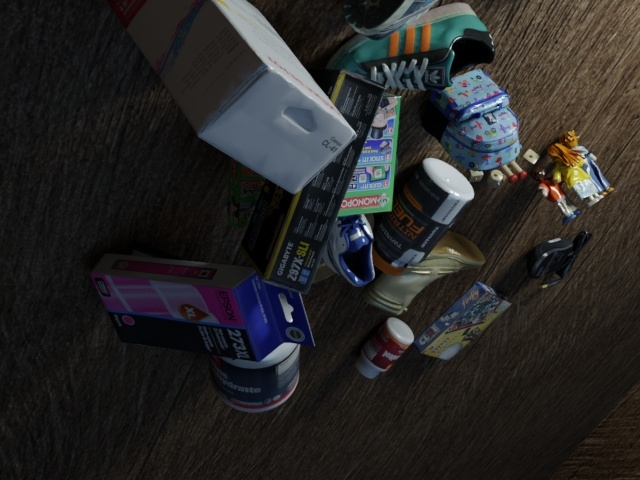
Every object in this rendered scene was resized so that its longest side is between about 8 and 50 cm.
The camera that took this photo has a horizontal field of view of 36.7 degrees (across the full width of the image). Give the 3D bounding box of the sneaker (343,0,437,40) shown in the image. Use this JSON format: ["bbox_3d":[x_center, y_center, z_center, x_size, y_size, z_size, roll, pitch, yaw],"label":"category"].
[{"bbox_3d":[0.161,-0.424,1.521,0.283,0.110,0.122,-36,165,8],"label":"sneaker"}]

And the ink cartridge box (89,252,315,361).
[{"bbox_3d":[-0.204,0.117,1.653,0.371,0.069,0.175,3,131,22],"label":"ink cartridge box"}]

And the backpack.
[{"bbox_3d":[0.295,-0.219,1.810,0.158,0.173,0.117,-19,144,-22],"label":"backpack"}]

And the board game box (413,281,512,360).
[{"bbox_3d":[0.379,0.219,2.568,0.243,0.042,0.165,-45,146,16],"label":"board game box"}]

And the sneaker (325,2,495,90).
[{"bbox_3d":[0.156,-0.304,1.626,0.302,0.121,0.108,-24,147,-13],"label":"sneaker"}]

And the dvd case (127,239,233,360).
[{"bbox_3d":[-0.246,0.113,1.759,0.253,0.022,0.180,22,128,-5],"label":"dvd case"}]

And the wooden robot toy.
[{"bbox_3d":[0.392,-0.144,2.094,0.173,0.076,0.079,-20,156,-20],"label":"wooden robot toy"}]

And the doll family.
[{"bbox_3d":[0.567,-0.158,2.122,0.118,0.163,0.263,-40,171,39],"label":"doll family"}]

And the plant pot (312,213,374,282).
[{"bbox_3d":[0.000,0.000,1.964,0.236,0.032,0.236,-23,146,-16],"label":"plant pot"}]

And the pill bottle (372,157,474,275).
[{"bbox_3d":[0.198,-0.040,1.994,0.130,0.130,0.245,4,131,-44],"label":"pill bottle"}]

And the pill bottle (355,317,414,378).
[{"bbox_3d":[0.156,0.270,2.398,0.086,0.086,0.152,9,128,-47],"label":"pill bottle"}]

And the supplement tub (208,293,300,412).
[{"bbox_3d":[-0.135,0.209,1.967,0.191,0.191,0.272,-22,145,-19],"label":"supplement tub"}]

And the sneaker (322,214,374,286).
[{"bbox_3d":[0.052,-0.046,1.814,0.112,0.131,0.296,-26,128,-14],"label":"sneaker"}]

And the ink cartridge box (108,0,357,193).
[{"bbox_3d":[-0.120,-0.234,1.301,0.131,0.306,0.226,-43,145,14],"label":"ink cartridge box"}]

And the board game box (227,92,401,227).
[{"bbox_3d":[-0.008,-0.143,1.663,0.317,0.046,0.213,-7,111,-32],"label":"board game box"}]

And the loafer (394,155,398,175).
[{"bbox_3d":[0.124,-0.131,1.907,0.045,0.039,0.125,11,132,-5],"label":"loafer"}]

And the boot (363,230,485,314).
[{"bbox_3d":[0.238,0.079,2.214,0.262,0.095,0.203,3,131,-41],"label":"boot"}]

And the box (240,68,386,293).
[{"bbox_3d":[-0.020,-0.101,1.477,0.079,0.257,0.322,20,96,-13],"label":"box"}]

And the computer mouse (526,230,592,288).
[{"bbox_3d":[0.598,0.060,2.546,0.262,0.060,0.184,-20,142,-42],"label":"computer mouse"}]
